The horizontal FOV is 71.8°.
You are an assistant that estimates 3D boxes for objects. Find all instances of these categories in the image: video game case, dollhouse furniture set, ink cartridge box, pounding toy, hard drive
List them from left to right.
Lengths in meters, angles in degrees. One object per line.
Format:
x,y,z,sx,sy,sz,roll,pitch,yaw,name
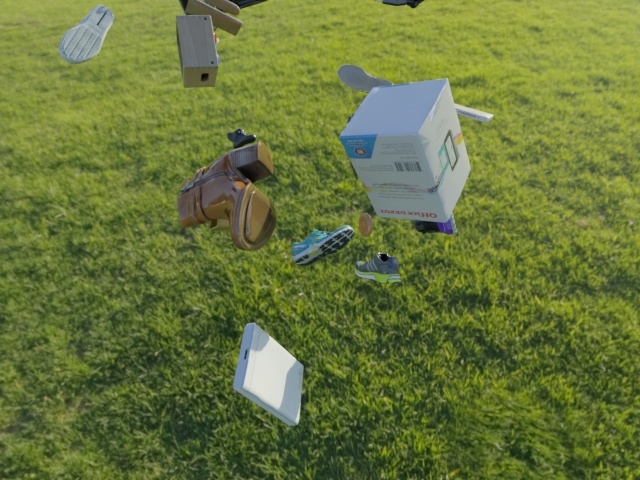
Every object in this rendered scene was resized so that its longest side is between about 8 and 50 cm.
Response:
-0.261,-0.417,0.977,0.100,0.130,0.141,-9,-1,-17,pounding toy
-0.210,-0.583,0.988,0.123,0.151,0.144,18,-10,-24,dollhouse furniture set
-0.170,0.478,1.561,0.047,0.353,0.232,-15,46,22,hard drive
0.214,-0.207,1.063,0.198,0.270,0.197,8,55,37,ink cartridge box
0.557,-0.490,1.683,0.184,0.023,0.201,23,26,18,video game case

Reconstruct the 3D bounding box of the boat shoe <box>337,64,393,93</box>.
0.155,-0.534,1.508,0.206,0.075,0.065,25,6,11,boat shoe

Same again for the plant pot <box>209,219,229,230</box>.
-0.225,-0.064,1.111,0.083,0.081,0.081,8,-8,-27,plant pot

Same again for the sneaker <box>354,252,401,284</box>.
0.251,0.111,1.918,0.111,0.121,0.300,3,3,-30,sneaker

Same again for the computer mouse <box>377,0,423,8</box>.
0.103,-0.561,0.890,0.262,0.183,0.060,11,-9,-14,computer mouse

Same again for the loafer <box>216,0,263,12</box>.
-0.220,-0.811,1.445,0.268,0.096,0.084,-21,43,9,loafer

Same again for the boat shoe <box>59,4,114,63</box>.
-0.641,-0.550,1.214,0.076,0.083,0.226,-18,42,42,boat shoe

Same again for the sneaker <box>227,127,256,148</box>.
-0.356,-0.471,1.992,0.170,0.089,0.051,-16,-15,40,sneaker

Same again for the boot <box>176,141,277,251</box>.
-0.211,-0.070,0.909,0.220,0.109,0.283,-19,55,20,boot

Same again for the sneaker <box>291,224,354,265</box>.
0.000,0.000,1.755,0.276,0.107,0.109,-25,58,15,sneaker

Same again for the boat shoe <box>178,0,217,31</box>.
-0.422,-0.814,1.418,0.105,0.285,0.089,-10,26,31,boat shoe

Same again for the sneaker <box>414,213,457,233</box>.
0.476,-0.067,1.865,0.146,0.102,0.293,-15,7,5,sneaker

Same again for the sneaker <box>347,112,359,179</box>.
0.163,-0.335,1.518,0.122,0.283,0.110,-16,59,-4,sneaker

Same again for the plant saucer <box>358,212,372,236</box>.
0.154,-0.054,1.530,0.013,0.083,0.083,-4,34,-22,plant saucer
